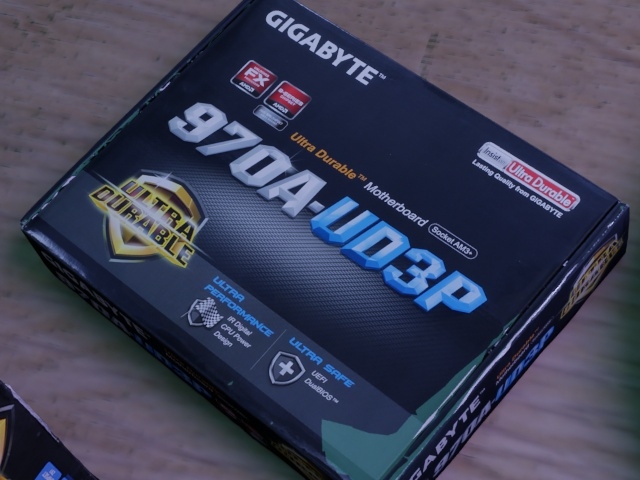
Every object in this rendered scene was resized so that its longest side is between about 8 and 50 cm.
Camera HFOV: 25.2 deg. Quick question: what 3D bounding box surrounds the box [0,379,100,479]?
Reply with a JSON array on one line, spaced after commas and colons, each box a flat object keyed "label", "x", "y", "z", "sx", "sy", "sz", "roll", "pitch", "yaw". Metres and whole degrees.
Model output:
[{"label": "box", "x": -0.225, "y": 0.034, "z": 0.556, "sx": 0.322, "sy": 0.257, "sz": 0.079, "roll": 31, "pitch": 71, "yaw": 23}]

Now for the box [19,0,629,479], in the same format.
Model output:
[{"label": "box", "x": 0.000, "y": 0.000, "z": 0.653, "sx": 0.220, "sy": 0.051, "sz": 0.175, "roll": 36, "pitch": 73, "yaw": 25}]
